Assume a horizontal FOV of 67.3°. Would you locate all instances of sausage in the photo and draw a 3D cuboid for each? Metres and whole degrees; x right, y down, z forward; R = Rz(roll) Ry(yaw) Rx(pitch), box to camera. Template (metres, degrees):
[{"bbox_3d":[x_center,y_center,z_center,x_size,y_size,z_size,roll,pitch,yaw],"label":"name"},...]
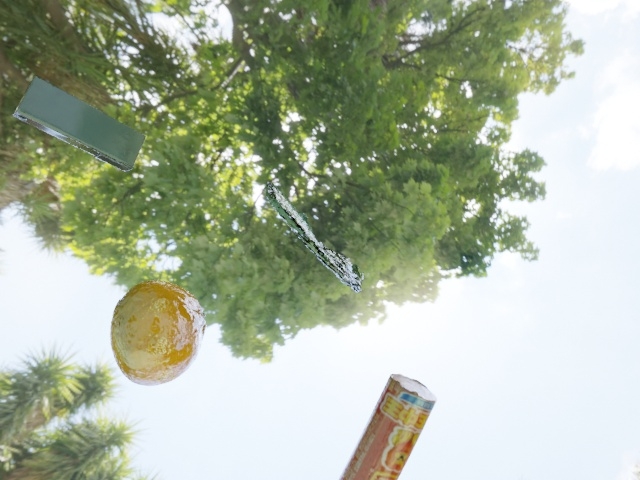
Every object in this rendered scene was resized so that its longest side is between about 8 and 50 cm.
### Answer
[{"bbox_3d":[0.068,0.319,0.661,0.074,0.074,0.274,28,-89,27],"label":"sausage"}]

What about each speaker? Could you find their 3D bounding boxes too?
[{"bbox_3d":[-0.461,-0.220,0.935,0.044,0.218,0.082,0,-111,51],"label":"speaker"}]

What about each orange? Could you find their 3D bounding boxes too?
[{"bbox_3d":[-0.209,0.117,0.625,0.117,0.135,0.136,-21,-111,-7],"label":"orange"}]

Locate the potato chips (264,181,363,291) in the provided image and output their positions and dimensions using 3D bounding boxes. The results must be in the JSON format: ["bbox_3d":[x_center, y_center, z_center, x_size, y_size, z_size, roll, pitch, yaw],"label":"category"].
[{"bbox_3d":[-0.003,0.003,0.717,0.029,0.220,0.202,-44,-134,5],"label":"potato chips"}]
